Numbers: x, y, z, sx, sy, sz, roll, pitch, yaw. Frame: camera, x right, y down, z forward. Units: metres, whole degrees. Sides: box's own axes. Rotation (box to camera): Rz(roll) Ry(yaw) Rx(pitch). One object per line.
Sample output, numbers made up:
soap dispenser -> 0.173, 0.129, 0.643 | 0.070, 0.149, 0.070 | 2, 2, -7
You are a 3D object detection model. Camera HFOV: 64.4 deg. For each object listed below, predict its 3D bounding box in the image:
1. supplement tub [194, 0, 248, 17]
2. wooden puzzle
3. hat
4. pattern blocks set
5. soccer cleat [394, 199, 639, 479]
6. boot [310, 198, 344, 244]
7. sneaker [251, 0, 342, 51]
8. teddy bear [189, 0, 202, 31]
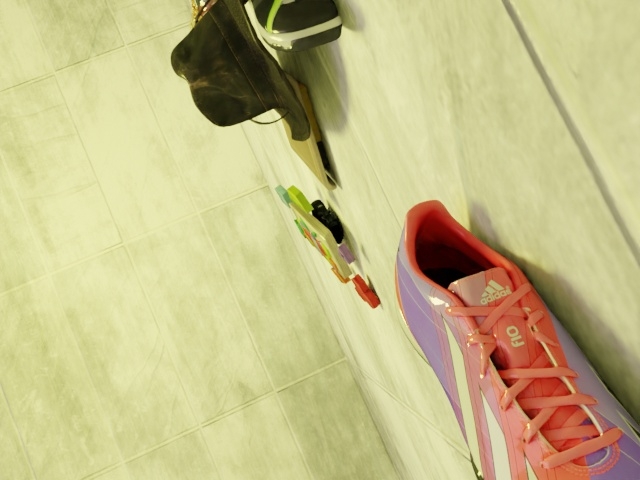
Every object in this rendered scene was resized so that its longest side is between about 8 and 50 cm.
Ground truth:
supplement tub -> -0.218, -0.538, 0.966 | 0.106, 0.106, 0.197 | -137, 25, -74
wooden puzzle -> -0.043, -0.230, 0.954 | 0.238, 0.044, 0.221 | 65, 175, -35
hat -> -0.144, -0.259, 0.760 | 0.331, 0.134, 0.331 | 62, 177, 5
pattern blocks set -> 0.000, 0.000, 1.117 | 0.285, 0.026, 0.325 | 59, 170, -28
soccer cleat -> 0.137, 0.089, 0.363 | 0.318, 0.109, 0.116 | -118, 12, -52
boot -> 0.020, -0.028, 1.138 | 0.099, 0.045, 0.121 | 53, 168, 41
sneaker -> -0.050, -0.297, 0.562 | 0.097, 0.084, 0.234 | 77, 168, -52
teddy bear -> -0.305, -0.616, 1.358 | 0.338, 0.113, 0.245 | -131, 21, -68
